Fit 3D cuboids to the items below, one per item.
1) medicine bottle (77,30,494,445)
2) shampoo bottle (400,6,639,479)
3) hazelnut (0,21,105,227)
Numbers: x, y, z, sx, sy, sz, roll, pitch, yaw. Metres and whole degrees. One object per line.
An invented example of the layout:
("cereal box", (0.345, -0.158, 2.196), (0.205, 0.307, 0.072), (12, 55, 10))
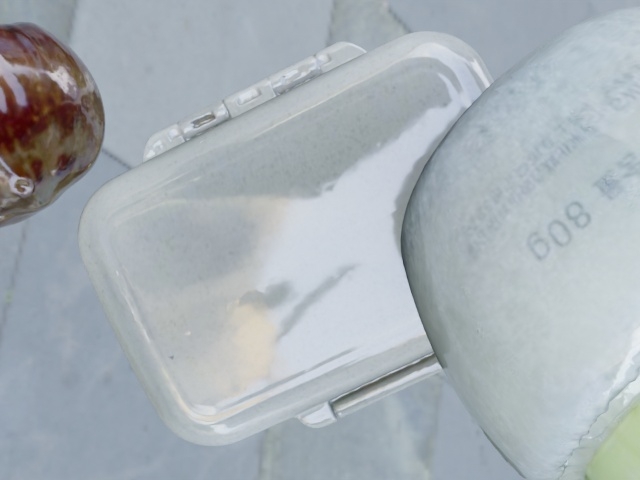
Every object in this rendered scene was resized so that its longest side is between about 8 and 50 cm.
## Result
("medicine bottle", (0.000, 0.000, 1.122), (0.123, 0.375, 0.282), (-25, 89, -86))
("shampoo bottle", (0.224, 0.019, 0.883), (0.317, 0.322, 0.322), (48, 23, 20))
("hazelnut", (-0.343, -0.123, 1.382), (0.234, 0.218, 0.218), (-34, 127, -7))
